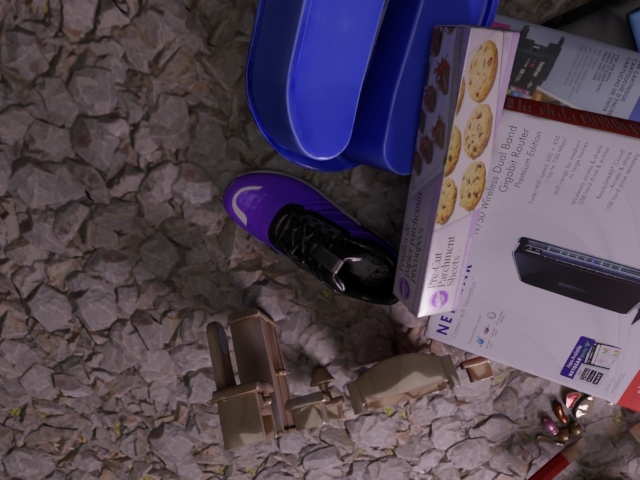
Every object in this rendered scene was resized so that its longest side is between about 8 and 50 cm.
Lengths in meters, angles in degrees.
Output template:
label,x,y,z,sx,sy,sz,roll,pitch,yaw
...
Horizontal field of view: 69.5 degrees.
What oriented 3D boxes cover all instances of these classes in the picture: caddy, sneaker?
label,x,y,z,sx,sy,sz,roll,pitch,yaw
caddy,0.048,-0.238,0.545,0.241,0.179,0.341,6,111,-27
sneaker,0.001,-0.001,0.630,0.293,0.146,0.102,27,106,-10

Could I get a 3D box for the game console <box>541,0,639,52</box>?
label,x,y,z,sx,sy,sz,roll,pitch,yaw
game console,0.508,-0.182,0.570,0.387,0.060,0.341,-19,104,20

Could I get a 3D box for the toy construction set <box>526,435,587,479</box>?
label,x,y,z,sx,sy,sz,roll,pitch,yaw
toy construction set,0.532,0.471,0.777,0.237,0.257,0.308,-37,85,-8

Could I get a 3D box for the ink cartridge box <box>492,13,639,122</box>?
label,x,y,z,sx,sy,sz,roll,pitch,yaw
ink cartridge box,0.303,-0.155,0.586,0.311,0.065,0.185,21,108,9

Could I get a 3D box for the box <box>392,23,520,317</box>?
label,x,y,z,sx,sy,sz,roll,pitch,yaw
box,0.144,-0.067,0.523,0.067,0.063,0.323,-5,116,-21

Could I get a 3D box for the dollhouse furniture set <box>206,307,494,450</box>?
label,x,y,z,sx,sy,sz,roll,pitch,yaw
dollhouse furniture set,0.064,0.144,0.641,0.356,0.303,0.173,-17,69,3

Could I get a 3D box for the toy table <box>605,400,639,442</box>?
label,x,y,z,sx,sy,sz,roll,pitch,yaw
toy table,0.540,0.248,0.677,0.161,0.252,0.274,-45,128,14

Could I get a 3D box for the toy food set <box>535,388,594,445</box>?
label,x,y,z,sx,sy,sz,roll,pitch,yaw
toy food set,0.425,0.307,0.798,0.078,0.019,0.122,14,107,-5

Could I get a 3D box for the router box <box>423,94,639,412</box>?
label,x,y,z,sx,sy,sz,roll,pitch,yaw
router box,0.318,0.025,0.567,0.301,0.082,0.335,17,123,15
